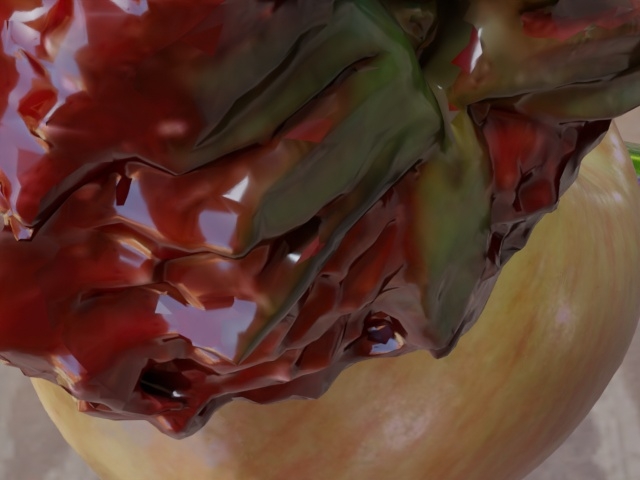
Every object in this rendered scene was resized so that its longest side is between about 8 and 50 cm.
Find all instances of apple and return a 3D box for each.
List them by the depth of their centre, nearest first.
[{"bbox_3d":[0.000,0.000,1.065,0.346,0.391,0.391,-42,61,25],"label":"apple"}]

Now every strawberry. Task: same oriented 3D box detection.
[{"bbox_3d":[-0.042,-0.091,0.490,0.258,0.261,0.261,33,112,34],"label":"strawberry"}]

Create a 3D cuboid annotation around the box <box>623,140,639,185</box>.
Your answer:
[{"bbox_3d":[0.167,-0.038,1.534,0.097,0.346,0.134,-101,22,-67],"label":"box"}]
